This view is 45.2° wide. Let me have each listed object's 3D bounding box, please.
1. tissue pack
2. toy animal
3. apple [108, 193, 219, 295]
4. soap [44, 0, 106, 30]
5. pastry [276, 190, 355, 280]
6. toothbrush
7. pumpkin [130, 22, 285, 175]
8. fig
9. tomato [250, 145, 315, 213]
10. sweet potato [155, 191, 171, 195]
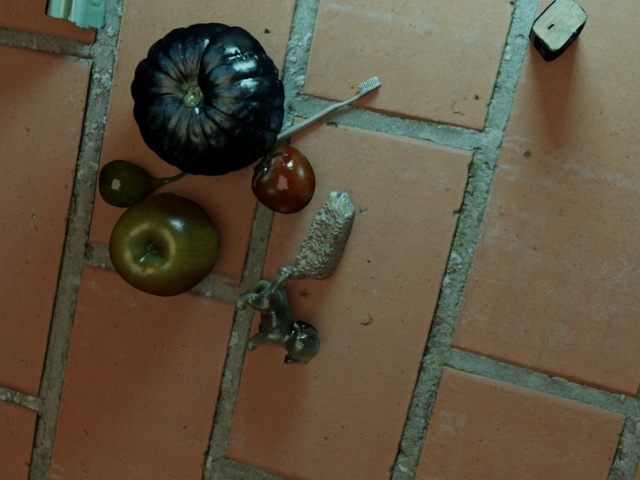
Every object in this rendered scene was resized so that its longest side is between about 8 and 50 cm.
[{"bbox_3d":[0.504,-0.451,1.644,0.090,0.170,0.103,46,103,3],"label":"tissue pack"},{"bbox_3d":[-0.102,0.202,1.909,0.168,0.121,0.233,-16,104,31],"label":"toy animal"},{"bbox_3d":[-0.389,0.014,1.892,0.264,0.264,0.264,2,99,13],"label":"apple"},{"bbox_3d":[-0.582,-0.655,1.885,0.094,0.150,0.261,15,102,14],"label":"soap"},{"bbox_3d":[0.008,0.010,1.868,0.112,0.103,0.265,43,112,22],"label":"pastry"},{"bbox_3d":[0.008,-0.312,1.860,0.307,0.025,0.029,-27,83,15],"label":"toothbrush"},{"bbox_3d":[-0.258,-0.329,1.798,0.363,0.266,0.363,1,94,15],"label":"pumpkin"},{"bbox_3d":[-0.447,-0.155,1.968,0.236,0.124,0.124,-12,96,-10],"label":"fig"},{"bbox_3d":[-0.083,-0.142,1.848,0.167,0.167,0.167,2,99,13],"label":"tomato"},{"bbox_3d":[-0.419,-0.103,1.991,0.095,0.034,0.034,-21,93,26],"label":"sweet potato"}]
